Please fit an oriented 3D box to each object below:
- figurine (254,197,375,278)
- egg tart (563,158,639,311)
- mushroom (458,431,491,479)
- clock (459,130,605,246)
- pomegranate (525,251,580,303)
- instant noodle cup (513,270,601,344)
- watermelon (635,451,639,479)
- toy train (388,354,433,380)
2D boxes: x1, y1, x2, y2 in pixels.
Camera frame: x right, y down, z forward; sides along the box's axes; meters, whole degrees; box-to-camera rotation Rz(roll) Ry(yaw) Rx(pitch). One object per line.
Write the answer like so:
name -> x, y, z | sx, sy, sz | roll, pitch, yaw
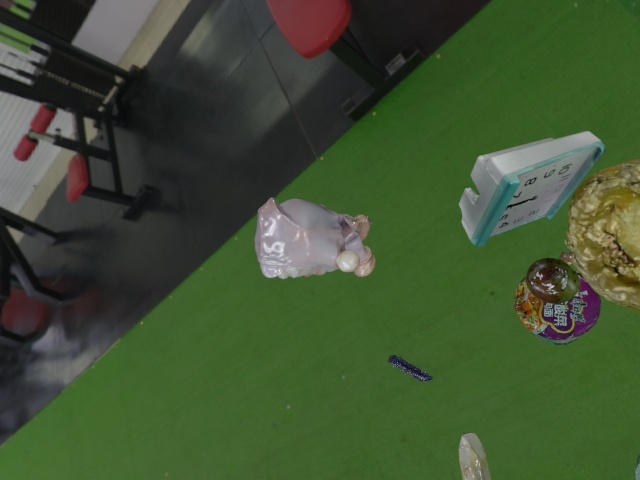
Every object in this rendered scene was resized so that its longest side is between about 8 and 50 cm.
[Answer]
figurine -> 0.000, 0.000, 0.752 | 0.200, 0.276, 0.132 | 12, 96, 41
egg tart -> 0.566, -0.012, 0.747 | 0.119, 0.288, 0.288 | -16, 63, -10
mushroom -> 0.334, 0.517, 0.910 | 0.071, 0.085, 0.208 | -170, 70, -74
clock -> 0.449, -0.122, 0.961 | 0.232, 0.262, 0.116 | -20, 62, -8
pomegranate -> 0.568, 0.092, 1.053 | 0.130, 0.130, 0.130 | -10, 74, 38
instant noodle cup -> 0.799, 0.239, 1.460 | 0.252, 0.190, 0.250 | -13, 58, 22
watermelon -> 1.046, 0.650, 1.228 | 0.213, 0.320, 0.289 | 48, 114, 39
toy train -> 0.155, 0.221, 0.733 | 0.017, 0.083, 0.017 | -63, 8, -27
